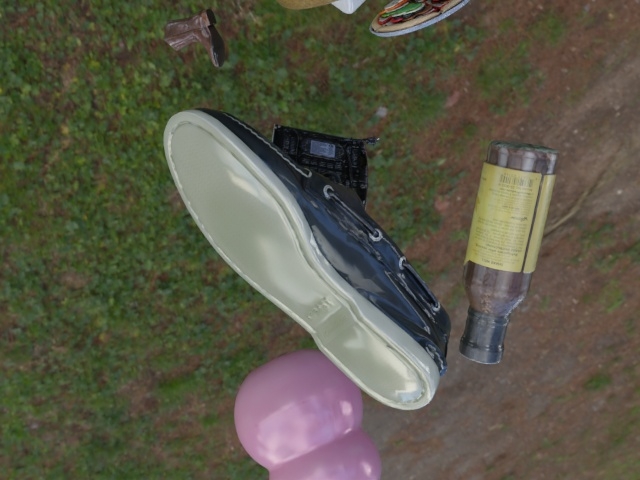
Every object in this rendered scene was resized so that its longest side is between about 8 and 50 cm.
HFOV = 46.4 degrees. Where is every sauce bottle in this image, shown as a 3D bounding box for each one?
[{"bbox_3d":[0.279,0.020,1.157,0.111,0.111,0.345,1,106,-34],"label":"sauce bottle"}]

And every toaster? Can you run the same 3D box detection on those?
[{"bbox_3d":[-0.005,-0.090,1.210,0.185,0.168,0.110,9,143,-8],"label":"toaster"}]

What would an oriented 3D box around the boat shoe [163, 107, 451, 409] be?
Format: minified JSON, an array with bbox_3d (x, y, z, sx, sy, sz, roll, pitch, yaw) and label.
[{"bbox_3d":[0.003,-0.001,0.694,0.113,0.340,0.127,-47,-178,-40],"label":"boat shoe"}]

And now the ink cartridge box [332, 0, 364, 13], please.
[{"bbox_3d":[0.056,-0.439,0.847,0.211,0.121,0.289,-46,165,-13],"label":"ink cartridge box"}]

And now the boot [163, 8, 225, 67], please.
[{"bbox_3d":[-0.231,-0.354,1.349,0.114,0.107,0.037,-7,-173,33],"label":"boot"}]

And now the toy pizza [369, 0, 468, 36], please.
[{"bbox_3d":[0.179,-0.427,1.343,0.201,0.201,0.032,-27,118,-1],"label":"toy pizza"}]

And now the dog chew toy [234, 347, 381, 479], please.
[{"bbox_3d":[-0.001,0.340,1.159,0.206,0.332,0.207,-23,164,-7],"label":"dog chew toy"}]

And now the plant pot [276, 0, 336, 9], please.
[{"bbox_3d":[-0.025,-0.306,0.518,0.237,0.237,0.254,-28,124,-1],"label":"plant pot"}]
